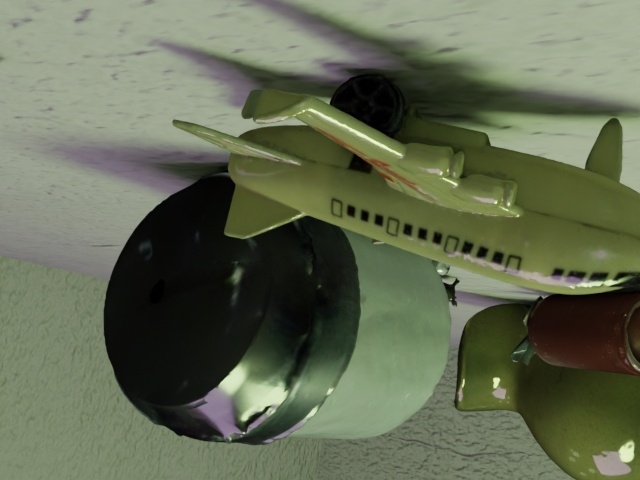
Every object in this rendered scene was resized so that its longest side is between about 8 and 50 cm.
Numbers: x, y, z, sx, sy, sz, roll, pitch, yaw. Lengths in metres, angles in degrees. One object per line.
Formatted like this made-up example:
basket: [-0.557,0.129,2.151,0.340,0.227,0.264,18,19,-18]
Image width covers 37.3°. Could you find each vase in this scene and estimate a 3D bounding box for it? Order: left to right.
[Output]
vase: [0.396,0.196,1.358,0.329,0.240,0.302,-18,-154,-41]

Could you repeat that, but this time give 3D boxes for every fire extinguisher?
fire extinguisher: [0.314,0.111,1.119,0.105,0.104,0.269,12,173,-16]

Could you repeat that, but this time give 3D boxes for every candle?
candle: [-0.013,0.076,0.858,0.221,0.221,0.343,5,171,36]

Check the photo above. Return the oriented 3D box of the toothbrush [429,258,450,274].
toothbrush: [0.000,0.000,1.022,0.288,0.024,0.026,11,158,-4]

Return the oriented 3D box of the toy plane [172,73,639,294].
toy plane: [0.055,-0.027,0.481,0.244,0.092,0.229,7,170,18]

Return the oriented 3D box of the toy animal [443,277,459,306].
toy animal: [0.131,0.062,1.215,0.136,0.047,0.065,23,158,-38]
